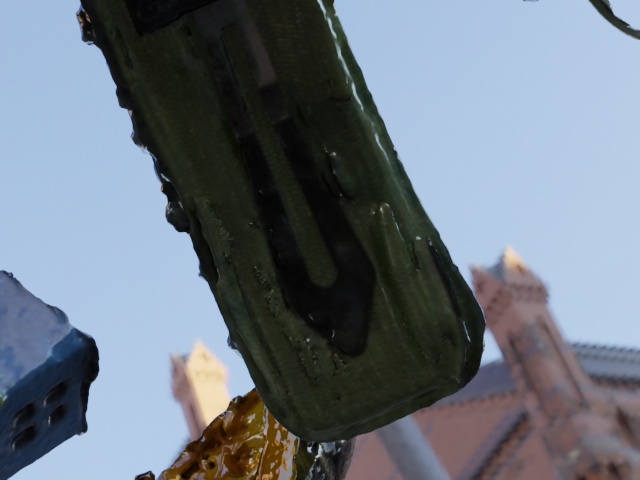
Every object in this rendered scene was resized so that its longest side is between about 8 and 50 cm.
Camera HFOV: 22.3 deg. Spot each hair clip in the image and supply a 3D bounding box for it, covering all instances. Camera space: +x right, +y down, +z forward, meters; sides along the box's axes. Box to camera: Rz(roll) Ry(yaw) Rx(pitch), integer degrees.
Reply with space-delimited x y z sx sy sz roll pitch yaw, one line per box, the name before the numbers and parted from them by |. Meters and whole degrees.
hair clip | -0.026 -0.052 0.853 0.138 0.091 0.321 -22 -77 0

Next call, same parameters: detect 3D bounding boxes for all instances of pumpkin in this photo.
pumpkin | -0.032 0.197 1.299 0.148 0.169 0.312 20 -73 -45

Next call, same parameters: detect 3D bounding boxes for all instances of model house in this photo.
model house | -0.453 0.188 2.002 0.303 0.237 0.215 -34 -31 -42

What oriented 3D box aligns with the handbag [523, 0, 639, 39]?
handbag | 0.233 -0.311 1.398 0.241 0.109 0.315 -17 -57 42
